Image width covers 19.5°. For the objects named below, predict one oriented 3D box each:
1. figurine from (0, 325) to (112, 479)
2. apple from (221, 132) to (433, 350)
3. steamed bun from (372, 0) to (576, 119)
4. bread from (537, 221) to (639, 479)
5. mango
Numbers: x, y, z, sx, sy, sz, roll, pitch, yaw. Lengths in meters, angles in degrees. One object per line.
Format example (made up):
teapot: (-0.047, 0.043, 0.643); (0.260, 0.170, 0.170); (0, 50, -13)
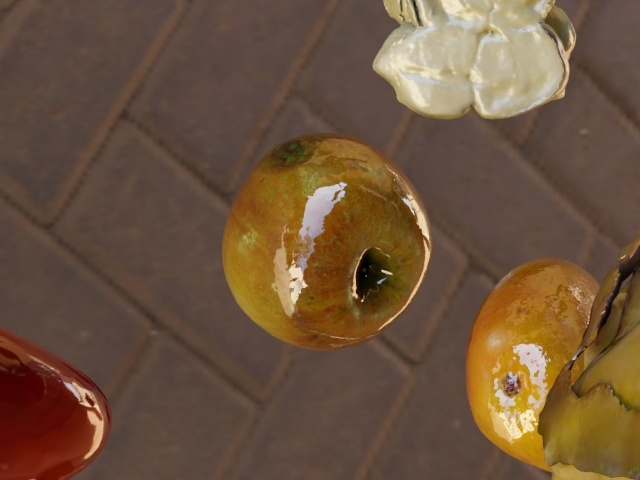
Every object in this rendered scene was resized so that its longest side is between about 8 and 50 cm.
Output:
figurine: (-0.251, 0.084, 0.672); (0.211, 0.269, 0.261); (42, 92, 13)
apple: (0.000, 0.000, 2.015); (0.237, 0.207, 0.237); (-21, 128, -28)
steamed bun: (0.139, -0.203, 1.739); (0.192, 0.106, 0.178); (-17, 103, 9)
bread: (0.221, -0.008, 0.515); (0.324, 0.277, 0.167); (-34, 103, -22)
mango: (0.183, 0.085, 1.425); (0.141, 0.102, 0.217); (43, 27, -4)
